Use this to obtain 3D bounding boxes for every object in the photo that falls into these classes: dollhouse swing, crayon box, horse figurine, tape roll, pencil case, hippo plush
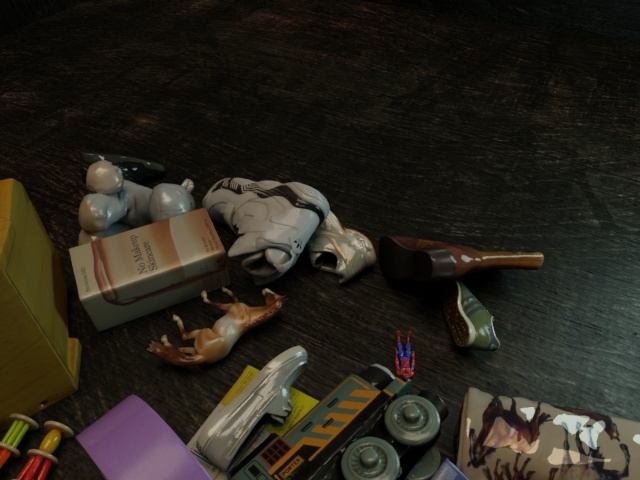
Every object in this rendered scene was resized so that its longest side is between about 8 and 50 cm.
[{"bbox_3d":[-0.615,0.112,0.918,0.315,0.347,0.305,-27,50,-24],"label":"dollhouse swing"},{"bbox_3d":[-0.042,0.360,0.828,0.318,0.081,0.202,21,48,23],"label":"crayon box"},{"bbox_3d":[-0.212,0.174,1.045,0.174,0.066,0.263,23,46,32],"label":"horse figurine"},{"bbox_3d":[-0.214,0.348,0.707,0.274,0.275,0.090,32,52,31],"label":"tape roll"},{"bbox_3d":[0.393,0.344,0.772,0.409,0.160,0.184,10,33,12],"label":"pencil case"},{"bbox_3d":[-0.422,-0.050,1.231,0.236,0.235,0.294,9,-1,-13],"label":"hippo plush"}]

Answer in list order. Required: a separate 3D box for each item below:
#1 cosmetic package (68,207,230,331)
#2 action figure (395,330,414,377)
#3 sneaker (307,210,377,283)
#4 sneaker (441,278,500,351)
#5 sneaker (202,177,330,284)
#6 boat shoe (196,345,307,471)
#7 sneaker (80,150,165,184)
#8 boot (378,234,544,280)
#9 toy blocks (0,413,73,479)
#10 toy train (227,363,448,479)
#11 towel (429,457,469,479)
[{"bbox_3d":[-0.361,0.058,1.117,0.295,0.129,0.153,-21,55,-18],"label":"cosmetic package"},{"bbox_3d":[0.163,0.226,1.003,0.038,0.030,0.115,5,46,0],"label":"action figure"},{"bbox_3d":[0.000,0.000,1.201,0.121,0.099,0.262,-37,52,-26],"label":"sneaker"},{"bbox_3d":[0.308,0.155,1.055,0.086,0.064,0.192,19,31,-11],"label":"sneaker"},{"bbox_3d":[-0.168,-0.026,1.183,0.365,0.137,0.210,4,56,35],"label":"sneaker"},{"bbox_3d":[-0.088,0.267,0.822,0.081,0.079,0.227,36,60,23],"label":"boat shoe"},{"bbox_3d":[-0.541,-0.172,1.418,0.087,0.131,0.227,22,18,40],"label":"sneaker"},{"bbox_3d":[0.293,0.028,1.141,0.280,0.096,0.264,-4,0,-23],"label":"boot"},{"bbox_3d":[-0.501,0.372,0.853,0.123,0.054,0.148,7,44,9],"label":"toy blocks"},{"bbox_3d":[0.031,0.308,0.730,0.333,0.142,0.190,-36,43,-30],"label":"toy train"},{"bbox_3d":[0.157,0.465,0.665,0.209,0.034,0.285,42,67,10],"label":"towel"}]
